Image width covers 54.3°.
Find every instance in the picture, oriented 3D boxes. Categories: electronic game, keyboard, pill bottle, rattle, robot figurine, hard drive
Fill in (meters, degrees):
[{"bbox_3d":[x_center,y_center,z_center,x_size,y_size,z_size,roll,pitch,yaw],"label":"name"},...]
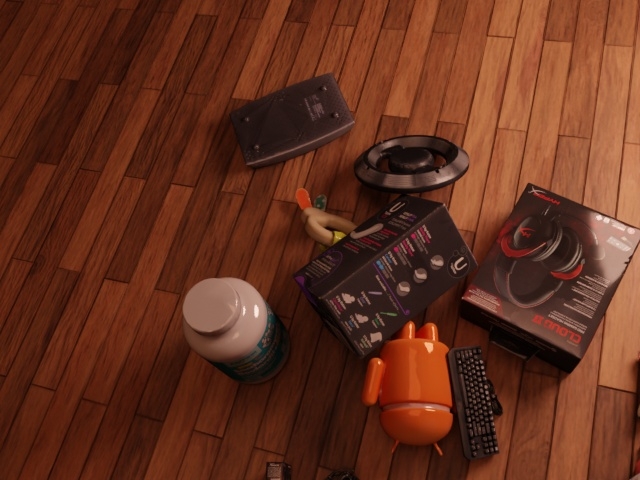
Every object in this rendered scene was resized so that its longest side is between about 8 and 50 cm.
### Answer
[{"bbox_3d":[0.181,-0.154,1.249,0.229,0.048,0.229,-6,31,4],"label":"electronic game"},{"bbox_3d":[0.269,0.269,1.053,0.023,0.108,0.180,-21,71,51],"label":"keyboard"},{"bbox_3d":[-0.151,0.157,1.099,0.146,0.264,0.146,-5,65,10],"label":"pill bottle"},{"bbox_3d":[0.000,0.000,1.274,0.130,0.143,0.200,-21,40,-34],"label":"rattle"},{"bbox_3d":[0.159,0.251,1.066,0.128,0.158,0.219,-17,59,34],"label":"robot figurine"},{"bbox_3d":[-0.063,-0.264,1.399,0.255,0.054,0.172,-22,62,1],"label":"hard drive"}]

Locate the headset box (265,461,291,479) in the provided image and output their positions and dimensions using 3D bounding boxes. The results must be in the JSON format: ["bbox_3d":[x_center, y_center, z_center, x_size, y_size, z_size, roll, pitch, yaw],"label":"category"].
[{"bbox_3d":[-0.073,0.426,1.068,0.032,0.062,0.083,-5,63,11],"label":"headset box"}]

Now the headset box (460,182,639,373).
[{"bbox_3d":[0.399,0.075,1.106,0.218,0.110,0.293,28,73,22],"label":"headset box"}]

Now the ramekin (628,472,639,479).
[{"bbox_3d":[0.528,0.416,0.841,0.273,0.273,0.127,17,57,19],"label":"ramekin"}]

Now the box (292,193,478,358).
[{"bbox_3d":[0.112,0.055,1.116,0.270,0.143,0.165,-37,20,-9],"label":"box"}]

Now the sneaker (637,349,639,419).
[{"bbox_3d":[0.558,0.225,1.041,0.075,0.057,0.161,30,75,40],"label":"sneaker"}]

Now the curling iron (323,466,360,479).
[{"bbox_3d":[0.013,0.514,1.024,0.068,0.035,0.274,5,65,19],"label":"curling iron"}]

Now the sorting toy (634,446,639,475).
[{"bbox_3d":[0.535,0.351,0.992,0.102,0.042,0.061,-24,77,-13],"label":"sorting toy"}]
